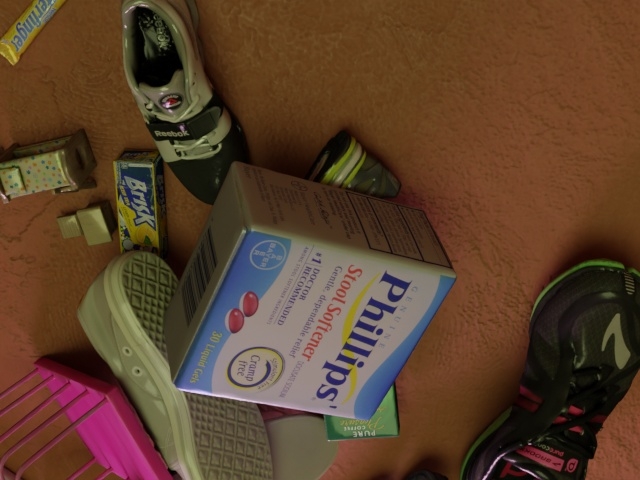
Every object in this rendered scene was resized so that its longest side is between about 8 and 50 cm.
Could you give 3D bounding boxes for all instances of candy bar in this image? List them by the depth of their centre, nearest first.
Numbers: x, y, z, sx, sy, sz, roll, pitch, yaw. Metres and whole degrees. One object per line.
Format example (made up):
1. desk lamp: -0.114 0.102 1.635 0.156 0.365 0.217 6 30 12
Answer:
1. candy bar: -0.376 -0.302 1.343 0.040 0.018 0.161 43 112 -13

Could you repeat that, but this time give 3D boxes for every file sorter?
1. file sorter: -0.373 0.319 1.449 0.182 0.291 0.202 -38 113 -27

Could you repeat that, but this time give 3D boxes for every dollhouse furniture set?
1. dollhouse furniture set: -0.403 -0.049 1.413 0.182 0.101 0.161 -11 112 11

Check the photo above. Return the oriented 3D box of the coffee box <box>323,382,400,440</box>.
1. coffee box: 0.054 0.205 1.499 0.113 0.040 0.184 -7 102 8

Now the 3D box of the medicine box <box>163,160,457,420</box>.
1. medicine box: -0.020 0.073 1.299 0.289 0.149 0.263 14 121 -23

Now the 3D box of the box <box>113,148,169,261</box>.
1. box: -0.252 -0.042 1.427 0.059 0.054 0.168 3 115 5

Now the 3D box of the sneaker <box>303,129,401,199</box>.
1. sneaker: 0.000 0.000 1.396 0.121 0.111 0.300 29 116 -12

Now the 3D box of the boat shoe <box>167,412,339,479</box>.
1. boat shoe: -0.145 0.359 1.572 0.341 0.158 0.127 -22 95 -14

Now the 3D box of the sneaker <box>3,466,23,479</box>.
1. sneaker: -0.593 0.383 1.616 0.290 0.123 0.106 36 115 -9

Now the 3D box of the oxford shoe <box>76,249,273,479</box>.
1. oxford shoe: -0.201 0.225 1.433 0.130 0.169 0.449 -20 102 34

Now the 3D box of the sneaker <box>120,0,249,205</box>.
1. sneaker: -0.190 -0.177 1.314 0.122 0.146 0.330 -16 113 11

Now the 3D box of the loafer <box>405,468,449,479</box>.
1. loafer: 0.151 0.479 1.608 0.095 0.109 0.302 10 123 -20

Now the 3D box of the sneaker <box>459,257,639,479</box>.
1. sneaker: 0.344 0.248 1.417 0.185 0.202 0.482 16 115 -2
